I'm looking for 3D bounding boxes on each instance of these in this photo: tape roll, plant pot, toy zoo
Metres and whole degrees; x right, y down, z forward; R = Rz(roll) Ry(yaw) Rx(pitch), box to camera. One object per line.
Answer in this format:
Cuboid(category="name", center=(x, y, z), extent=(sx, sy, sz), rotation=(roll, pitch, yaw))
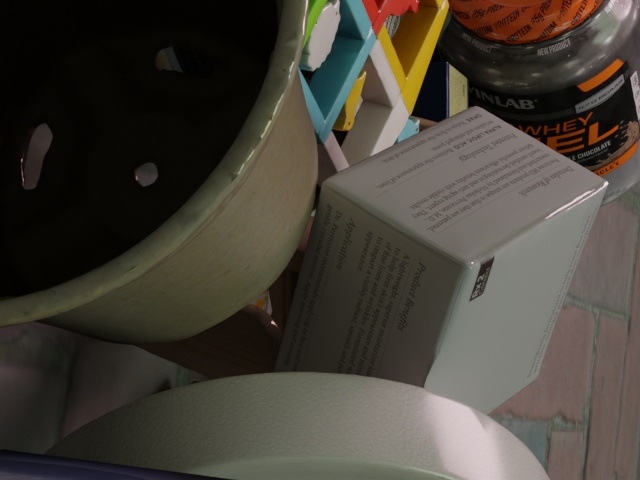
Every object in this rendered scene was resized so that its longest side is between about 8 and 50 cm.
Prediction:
Cuboid(category="tape roll", center=(-0.027, 0.235, 1.183), extent=(0.392, 0.392, 0.072), rotation=(67, 12, -45))
Cuboid(category="plant pot", center=(-0.136, -0.079, 1.013), extent=(0.305, 0.334, 0.334), rotation=(51, 48, -70))
Cuboid(category="toy zoo", center=(0.026, -0.156, 1.292), extent=(0.192, 0.030, 0.293), rotation=(-65, 154, -20))

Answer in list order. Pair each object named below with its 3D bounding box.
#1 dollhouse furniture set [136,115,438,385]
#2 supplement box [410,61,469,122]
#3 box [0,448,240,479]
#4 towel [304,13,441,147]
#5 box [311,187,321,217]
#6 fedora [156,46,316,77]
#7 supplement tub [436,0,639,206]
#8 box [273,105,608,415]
Cuboid(category="dollhouse furniture set", center=(0.066, 0.152, 1.428), extent=(0.362, 0.256, 0.394), rotation=(-30, 129, -46))
Cuboid(category="supplement box", center=(0.098, -0.113, 1.610), extent=(0.083, 0.056, 0.083), rotation=(17, 73, -71))
Cuboid(category="box", center=(-0.197, 0.210, 0.910), extent=(0.296, 0.294, 0.183), rotation=(0, 95, -66))
Cuboid(category="towel", center=(0.059, -0.135, 1.672), extent=(0.312, 0.056, 0.324), rotation=(69, 26, -47))
Cuboid(category="box", center=(0.000, 0.000, 1.615), extent=(0.136, 0.028, 0.081), rotation=(-38, 128, -61))
Cuboid(category="fedora", center=(-0.037, -0.236, 1.346), extent=(0.334, 0.152, 0.334), rotation=(5, 90, -65))
Cuboid(category="supplement tub", center=(0.226, -0.187, 1.765), extent=(0.338, 0.207, 0.207), rotation=(61, 41, -58))
Cuboid(category="box", center=(0.079, 0.032, 1.198), extent=(0.182, 0.119, 0.181), rotation=(-28, 142, -46))
